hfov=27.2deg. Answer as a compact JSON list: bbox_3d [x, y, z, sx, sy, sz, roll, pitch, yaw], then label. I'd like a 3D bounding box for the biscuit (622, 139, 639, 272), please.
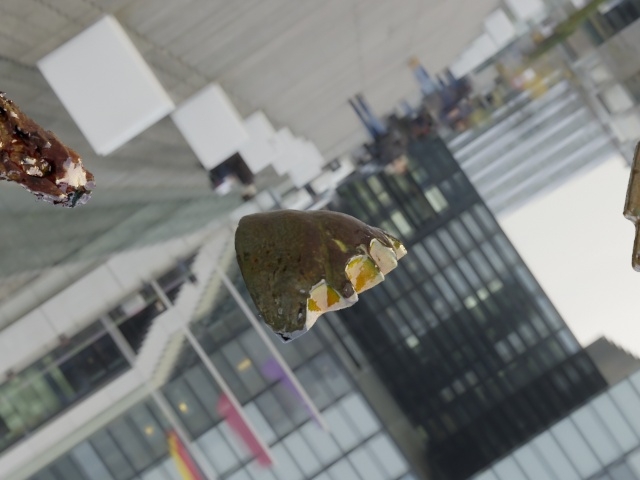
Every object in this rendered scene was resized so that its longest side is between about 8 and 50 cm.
[{"bbox_3d":[0.233,-0.008,0.807,0.119,0.130,0.019,-29,169,-8],"label":"biscuit"}]

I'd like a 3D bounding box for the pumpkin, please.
[{"bbox_3d":[0.000,0.000,1.549,0.130,0.149,0.254,-32,-174,23],"label":"pumpkin"}]

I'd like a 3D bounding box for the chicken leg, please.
[{"bbox_3d":[-0.109,-0.038,0.445,0.021,0.083,0.036,-57,160,19],"label":"chicken leg"}]
